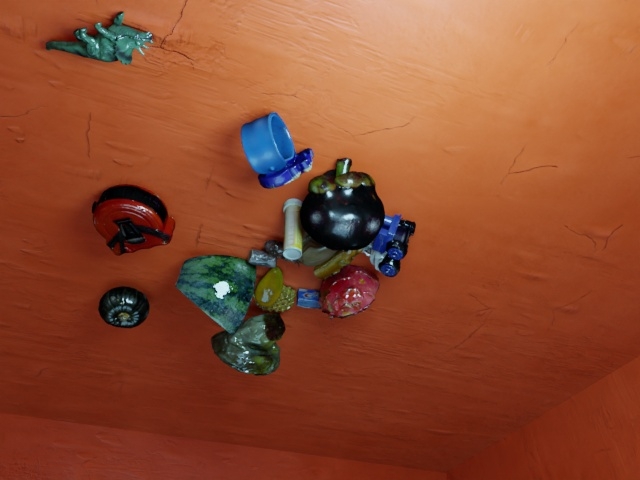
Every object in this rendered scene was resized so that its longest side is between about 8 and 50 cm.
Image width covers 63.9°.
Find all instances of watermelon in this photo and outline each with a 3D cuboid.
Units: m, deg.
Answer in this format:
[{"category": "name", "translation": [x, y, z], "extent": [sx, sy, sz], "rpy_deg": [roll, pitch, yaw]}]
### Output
[{"category": "watermelon", "translation": [-0.416, 0.216, 1.951], "extent": [0.283, 0.250, 0.292], "rpy_deg": [19, 132, -13]}]

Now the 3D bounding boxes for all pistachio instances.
[{"category": "pistachio", "translation": [0.000, 0.000, 1.798], "extent": [0.137, 0.153, 0.238], "rpy_deg": [50, 126, 8]}]

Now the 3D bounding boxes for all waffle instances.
[{"category": "waffle", "translation": [-0.190, 0.235, 2.120], "extent": [0.191, 0.038, 0.191], "rpy_deg": [0, 136, 0]}]

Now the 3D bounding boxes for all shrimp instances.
[{"category": "shrimp", "translation": [-0.117, 0.049, 1.889], "extent": [0.190, 0.074, 0.073], "rpy_deg": [17, 141, -17]}]

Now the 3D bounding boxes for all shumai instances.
[{"category": "shumai", "translation": [-0.285, 0.402, 2.209], "extent": [0.309, 0.304, 0.263], "rpy_deg": [6, 118, -59]}]

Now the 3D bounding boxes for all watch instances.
[{"category": "watch", "translation": [-0.131, -0.265, 1.482], "extent": [0.171, 0.196, 0.200], "rpy_deg": [-23, 112, 10]}]

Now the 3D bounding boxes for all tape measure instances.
[{"category": "tape measure", "translation": [-0.641, -0.068, 1.732], "extent": [0.253, 0.114, 0.260], "rpy_deg": [-12, 136, 12]}]

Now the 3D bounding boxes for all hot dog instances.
[{"category": "hot dog", "translation": [0.062, 0.065, 1.862], "extent": [0.072, 0.109, 0.269], "rpy_deg": [37, 140, -17]}]

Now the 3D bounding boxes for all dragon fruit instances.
[{"category": "dragon fruit", "translation": [0.092, 0.196, 1.981], "extent": [0.262, 0.163, 0.189], "rpy_deg": [-31, 89, 12]}]

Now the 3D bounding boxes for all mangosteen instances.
[{"category": "mangosteen", "translation": [0.071, -0.106, 1.618], "extent": [0.288, 0.287, 0.233], "rpy_deg": [3, 166, -3]}]

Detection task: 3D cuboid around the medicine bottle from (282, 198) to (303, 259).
[{"category": "medicine bottle", "translation": [-0.089, -0.038, 1.688], "extent": [0.074, 0.218, 0.073], "rpy_deg": [-1, 138, -1]}]

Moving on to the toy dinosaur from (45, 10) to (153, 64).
[{"category": "toy dinosaur", "translation": [-0.564, -0.506, 1.281], "extent": [0.292, 0.079, 0.120], "rpy_deg": [5, 136, -1]}]

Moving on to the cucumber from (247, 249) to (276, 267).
[{"category": "cucumber", "translation": [-0.216, 0.066, 1.924], "extent": [0.112, 0.064, 0.064], "rpy_deg": [10, 137, -7]}]

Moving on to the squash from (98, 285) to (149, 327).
[{"category": "squash", "translation": [-0.795, 0.274, 2.082], "extent": [0.193, 0.155, 0.193], "rpy_deg": [-19, 150, -12]}]

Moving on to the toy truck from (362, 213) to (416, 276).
[{"category": "toy truck", "translation": [0.224, 0.006, 1.806], "extent": [0.177, 0.161, 0.213], "rpy_deg": [20, 138, 7]}]

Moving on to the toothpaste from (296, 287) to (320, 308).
[{"category": "toothpaste", "translation": [0.039, 0.246, 2.114], "extent": [0.273, 0.066, 0.053], "rpy_deg": [7, 138, -8]}]

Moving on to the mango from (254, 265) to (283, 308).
[{"category": "mango", "translation": [-0.199, 0.186, 2.017], "extent": [0.101, 0.066, 0.187], "rpy_deg": [22, 105, -12]}]
